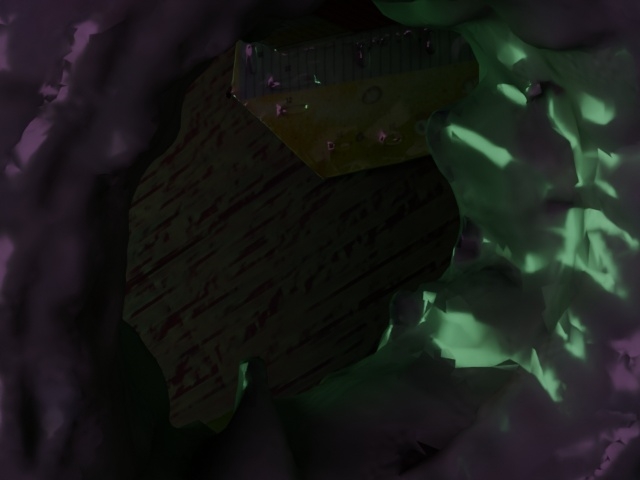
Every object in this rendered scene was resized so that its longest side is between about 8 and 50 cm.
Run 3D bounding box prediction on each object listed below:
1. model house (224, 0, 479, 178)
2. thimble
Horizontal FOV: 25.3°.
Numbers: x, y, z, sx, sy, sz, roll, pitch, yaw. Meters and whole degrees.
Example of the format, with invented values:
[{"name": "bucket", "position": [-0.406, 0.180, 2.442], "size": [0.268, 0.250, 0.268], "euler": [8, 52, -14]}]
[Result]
[{"name": "model house", "position": [0.017, -0.141, 0.556], "size": [0.219, 0.136, 0.207], "euler": [-5, 80, 33]}, {"name": "thimble", "position": [0.000, 0.000, 0.440], "size": [0.288, 0.254, 0.167], "euler": [-66, 18, 8]}]
